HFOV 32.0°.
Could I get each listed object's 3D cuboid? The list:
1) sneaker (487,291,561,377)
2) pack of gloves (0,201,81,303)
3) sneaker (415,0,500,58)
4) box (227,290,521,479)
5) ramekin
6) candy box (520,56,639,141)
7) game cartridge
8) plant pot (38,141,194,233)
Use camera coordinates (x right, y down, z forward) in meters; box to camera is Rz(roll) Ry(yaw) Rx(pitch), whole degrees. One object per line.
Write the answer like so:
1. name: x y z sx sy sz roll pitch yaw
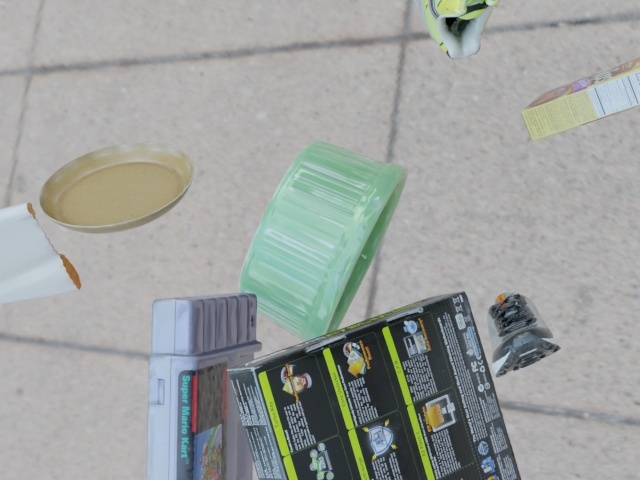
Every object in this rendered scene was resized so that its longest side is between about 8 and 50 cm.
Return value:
1. sneaker: 0.283 0.132 1.634 0.100 0.271 0.108 -24 88 7
2. pack of gloves: -0.297 -0.028 0.723 0.232 0.195 0.046 -10 42 12
3. sneaker: 0.211 -0.396 1.528 0.145 0.385 0.147 -16 68 -3
4. box: 0.047 0.149 0.753 0.045 0.184 0.191 -16 92 60
5. ramekin: 0.000 0.000 1.646 0.148 0.303 0.303 25 96 6
6. candy box: 0.389 -0.205 1.580 0.186 0.109 0.053 -17 102 32
7. game cartridge: -0.121 0.236 1.203 0.068 0.230 0.355 1 89 10
8. plant pot: -0.304 -0.076 1.681 0.236 0.236 0.032 22 136 37
